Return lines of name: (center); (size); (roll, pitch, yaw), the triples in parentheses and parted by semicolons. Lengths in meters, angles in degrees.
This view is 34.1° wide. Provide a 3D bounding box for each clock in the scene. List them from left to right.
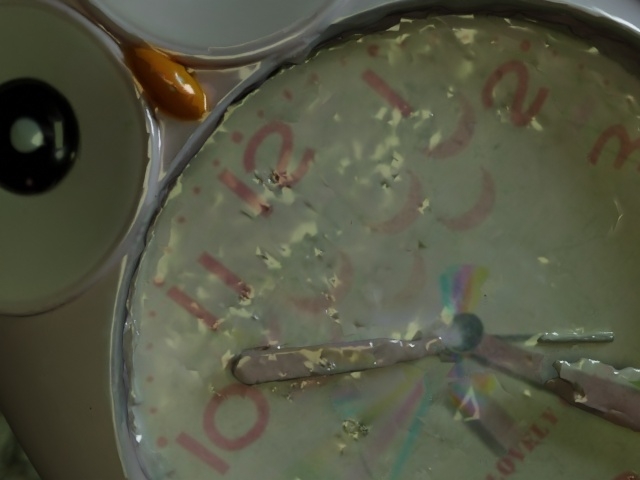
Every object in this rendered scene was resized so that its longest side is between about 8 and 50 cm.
clock: (0.000, 0.000, 0.476); (0.377, 0.250, 0.368); (41, 88, -12)
